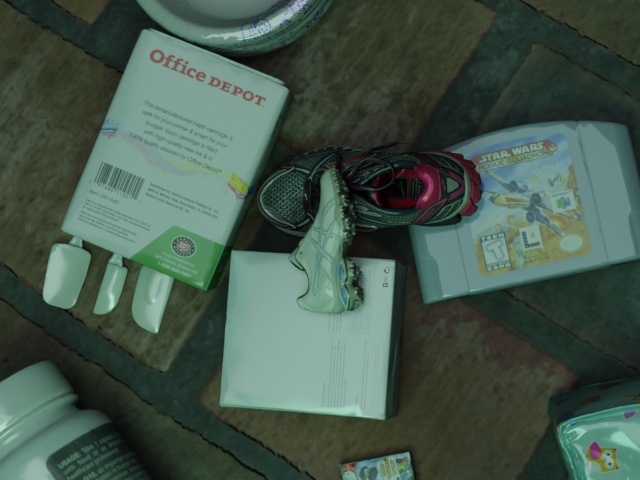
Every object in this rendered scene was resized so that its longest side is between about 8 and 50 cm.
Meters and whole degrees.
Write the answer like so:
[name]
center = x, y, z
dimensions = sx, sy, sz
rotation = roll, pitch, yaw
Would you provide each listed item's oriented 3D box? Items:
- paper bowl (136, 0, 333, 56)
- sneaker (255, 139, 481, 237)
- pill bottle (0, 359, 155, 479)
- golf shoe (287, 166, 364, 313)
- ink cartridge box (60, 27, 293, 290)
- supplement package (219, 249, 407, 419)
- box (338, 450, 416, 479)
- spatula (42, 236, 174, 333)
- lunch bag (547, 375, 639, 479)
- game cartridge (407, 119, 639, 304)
[paper bowl]
center = -0.105, -0.375, 1.906
dimensions = 0.284, 0.148, 0.284
rotation = -1, 86, 9
[sneaker]
center = 0.044, -0.068, 1.849
dimensions = 0.299, 0.112, 0.120
rotation = -6, 87, 32
[pill bottle]
center = -0.299, 0.340, 1.850
dimensions = 0.204, 0.204, 0.361
rotation = -38, 81, 4
[golf shoe]
center = 0.000, 0.000, 1.756
dimensions = 0.086, 0.069, 0.176
rotation = -7, 74, 13
[ink cartridge box]
center = -0.177, -0.101, 1.895
dimensions = 0.201, 0.117, 0.278
rotation = 23, 91, 4
[supplement package]
center = -0.005, 0.118, 1.849
dimensions = 0.203, 0.149, 0.194
rotation = 4, 85, 9
[box]
center = 0.081, 0.341, 1.880
dimensions = 0.094, 0.027, 0.137
rotation = -11, 84, 6
[spatula]
center = -0.261, -0.015, 1.967
dimensions = 0.168, 0.019, 0.242
rotation = 15, 88, 10
[lunch bag]
center = 0.408, 0.225, 1.739
dimensions = 0.262, 0.223, 0.160
rotation = -15, 91, 7
[game cartridge]
center = 0.254, -0.044, 1.872
dimensions = 0.297, 0.062, 0.198
rotation = -13, 88, 8
